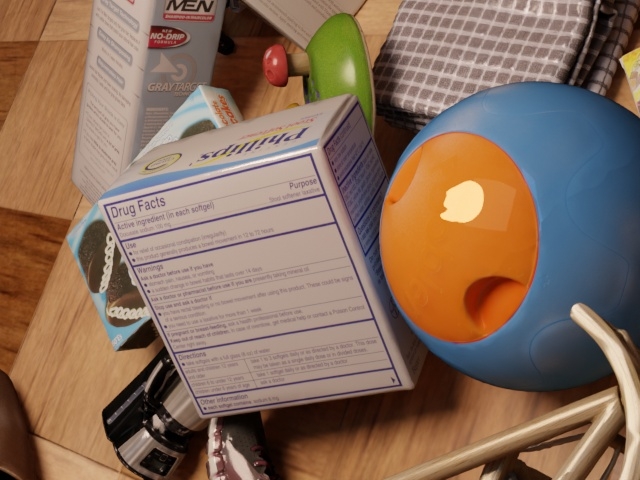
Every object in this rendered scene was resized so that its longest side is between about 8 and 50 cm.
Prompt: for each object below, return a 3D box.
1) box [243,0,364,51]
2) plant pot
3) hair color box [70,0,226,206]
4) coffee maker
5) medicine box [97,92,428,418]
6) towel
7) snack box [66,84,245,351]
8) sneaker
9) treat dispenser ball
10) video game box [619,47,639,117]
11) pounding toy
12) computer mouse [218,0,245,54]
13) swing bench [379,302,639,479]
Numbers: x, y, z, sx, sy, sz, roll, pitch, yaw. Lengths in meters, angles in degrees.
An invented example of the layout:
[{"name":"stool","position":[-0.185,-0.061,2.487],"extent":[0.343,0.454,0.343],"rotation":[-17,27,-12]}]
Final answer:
[{"name":"box","position":[-0.064,-0.373,1.456],"extent":[0.119,0.181,0.182],"rotation":[-52,45,6]},{"name":"plant pot","position":[-0.506,0.292,1.492],"extent":[0.215,0.215,0.230],"rotation":[-37,36,20]},{"name":"hair color box","position":[-0.247,-0.213,1.461],"extent":[0.185,0.113,0.374],"rotation":[42,128,44]},{"name":"coffee maker","position":[-0.180,0.196,1.326],"extent":[0.178,0.120,0.171],"rotation":[-46,13,11]},{"name":"medicine box","position":[-0.047,0.024,1.123],"extent":[0.263,0.289,0.149],"rotation":[-12,23,25]},{"name":"towel","position":[0.199,-0.224,1.202],"extent":[0.283,0.121,0.235],"rotation":[19,82,44]},{"name":"snack box","position":[-0.190,-0.021,1.323],"extent":[0.322,0.060,0.187],"rotation":[-43,64,31]},{"name":"sneaker","position":[-0.035,0.296,1.163],"extent":[0.162,0.106,0.281],"rotation":[-15,65,22]},{"name":"treat dispenser ball","position":[0.199,-0.004,0.973],"extent":[0.288,0.288,0.288],"rotation":[-19,57,32]},{"name":"video game box","position":[0.419,-0.148,1.030],"extent":[0.205,0.048,0.187],"rotation":[-25,56,28]},{"name":"pounding toy","position":[-0.011,-0.160,1.267],"extent":[0.110,0.237,0.183],"rotation":[-7,57,-11]},{"name":"computer mouse","position":[-0.113,-0.382,1.603],"extent":[0.193,0.042,0.106],"rotation":[-51,41,15]},{"name":"swing bench","position":[0.221,0.219,0.865],"extent":[0.254,0.253,0.165],"rotation":[-43,48,16]}]
